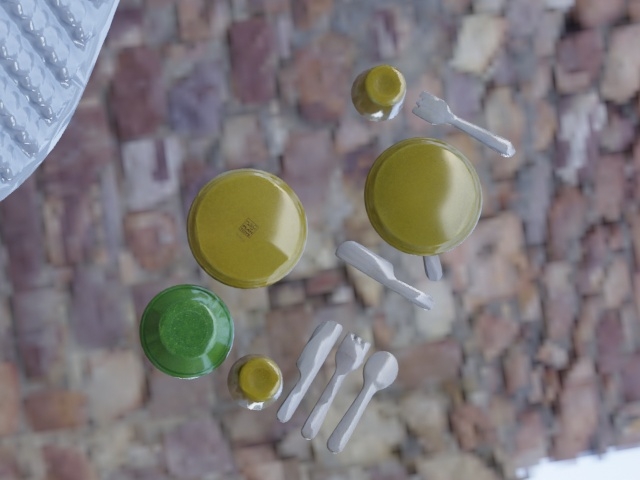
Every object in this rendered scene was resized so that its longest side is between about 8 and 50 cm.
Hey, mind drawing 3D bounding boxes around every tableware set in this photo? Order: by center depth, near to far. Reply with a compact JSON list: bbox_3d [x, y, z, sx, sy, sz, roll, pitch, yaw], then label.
[{"bbox_3d":[0.000,0.000,0.788,0.154,0.104,0.024,-60,-176,-9],"label":"tableware set"}]

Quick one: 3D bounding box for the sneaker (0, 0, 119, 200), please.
[{"bbox_3d":[-0.092,-0.154,0.569,0.127,0.126,0.321,50,-59,24],"label":"sneaker"}]
